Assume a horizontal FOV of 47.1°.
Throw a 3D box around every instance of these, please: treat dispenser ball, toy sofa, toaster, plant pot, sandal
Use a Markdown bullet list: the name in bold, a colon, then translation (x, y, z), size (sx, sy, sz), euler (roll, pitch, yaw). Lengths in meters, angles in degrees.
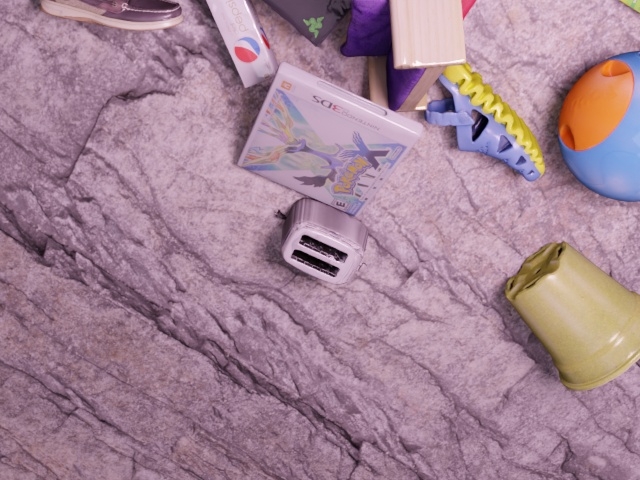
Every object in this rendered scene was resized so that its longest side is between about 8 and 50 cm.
- **treat dispenser ball**: translation (0.608, -0.218, 1.416), size (0.288, 0.288, 0.288), euler (1, 117, 2)
- **toy sofa**: translation (0.133, -0.337, 1.325), size (0.177, 0.362, 0.150), euler (-4, 88, -3)
- **toaster**: translation (0.000, 0.000, 1.634), size (0.227, 0.146, 0.129), euler (26, 114, -10)
- **plant pot**: translation (0.562, 0.148, 1.640), size (0.254, 0.276, 0.276), euler (44, 111, -5)
- **sandal**: translation (0.336, -0.233, 1.523), size (0.317, 0.126, 0.138), euler (43, 115, -8)

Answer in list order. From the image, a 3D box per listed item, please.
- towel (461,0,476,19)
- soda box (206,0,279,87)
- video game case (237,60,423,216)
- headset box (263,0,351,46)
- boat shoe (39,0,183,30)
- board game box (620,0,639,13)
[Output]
- **towel**: translation (0.193, -0.526, 1.279), size (0.275, 0.031, 0.198), euler (28, 119, -15)
- **soda box**: translation (-0.158, -0.423, 1.471), size (0.074, 0.069, 0.216), euler (-19, 115, 12)
- **video game case**: translation (0.007, -0.193, 1.508), size (0.300, 0.036, 0.329), euler (23, 148, -9)
- **headset box**: translation (-0.018, -0.542, 1.368), size (0.283, 0.131, 0.246), euler (39, 113, -17)
- **boat shoe**: translation (-0.412, -0.475, 1.439), size (0.286, 0.102, 0.092), euler (9, 122, 4)
- **board game box**: translation (0.576, -0.534, 1.398), size (0.260, 0.039, 0.124), euler (26, 115, -12)
